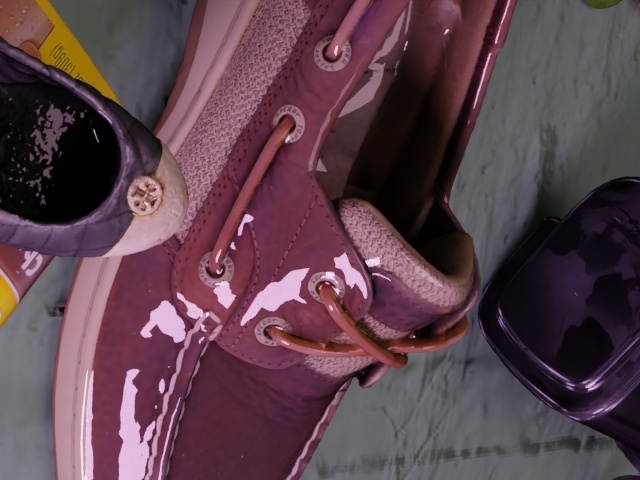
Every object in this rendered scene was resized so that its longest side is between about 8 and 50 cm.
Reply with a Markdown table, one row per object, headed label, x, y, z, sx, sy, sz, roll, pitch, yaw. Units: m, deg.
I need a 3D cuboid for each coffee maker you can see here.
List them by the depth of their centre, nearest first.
| label | x | y | z | sx | sy | sz | roll | pitch | yaw |
| --- | --- | --- | --- | --- | --- | --- | --- | --- | --- |
| coffee maker | 0.170 | 0.072 | 0.893 | 0.178 | 0.120 | 0.171 | 31 | 79 | -48 |

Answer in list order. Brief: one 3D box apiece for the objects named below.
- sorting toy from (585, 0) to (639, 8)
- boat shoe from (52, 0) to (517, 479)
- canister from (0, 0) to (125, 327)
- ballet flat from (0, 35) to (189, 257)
| label | x | y | z | sx | sy | sz | roll | pitch | yaw |
| --- | --- | --- | --- | --- | --- | --- | --- | --- | --- |
| sorting toy | 0.180 | -0.149 | 0.894 | 0.102 | 0.042 | 0.061 | -2 | 103 | -49 |
| boat shoe | 0.000 | 0.000 | 0.653 | 0.123 | 0.123 | 0.342 | 12 | 101 | -50 |
| canister | -0.145 | -0.008 | 0.539 | 0.170 | 0.073 | 0.126 | -56 | 135 | -24 |
| ballet flat | -0.098 | -0.034 | 0.493 | 0.173 | 0.049 | 0.057 | 29 | 75 | -45 |
